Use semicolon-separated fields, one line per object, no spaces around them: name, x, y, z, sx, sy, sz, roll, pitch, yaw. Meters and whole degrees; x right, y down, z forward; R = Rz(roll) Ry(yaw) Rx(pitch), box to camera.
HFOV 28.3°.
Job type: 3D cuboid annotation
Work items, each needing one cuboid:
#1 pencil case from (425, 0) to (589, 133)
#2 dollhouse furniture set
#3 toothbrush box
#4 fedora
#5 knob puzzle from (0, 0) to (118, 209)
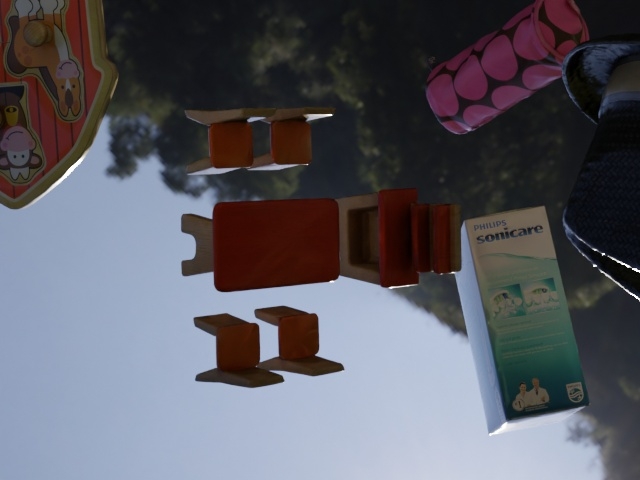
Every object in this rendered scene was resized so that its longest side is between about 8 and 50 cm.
pencil case;0.201;-0.195;1.371;0.095;0.209;0.098;49;-123;-11
dollhouse furniture set;0.000;0.000;1.228;0.259;0.135;0.262;-5;-85;-41
toothbrush box;0.288;0.123;1.872;0.216;0.126;0.296;86;172;-75
fedora;0.304;-0.014;0.940;0.334;0.153;0.334;29;173;4
knob puzzle;-0.243;-0.120;0.968;0.213;0.213;0.030;54;-158;9
